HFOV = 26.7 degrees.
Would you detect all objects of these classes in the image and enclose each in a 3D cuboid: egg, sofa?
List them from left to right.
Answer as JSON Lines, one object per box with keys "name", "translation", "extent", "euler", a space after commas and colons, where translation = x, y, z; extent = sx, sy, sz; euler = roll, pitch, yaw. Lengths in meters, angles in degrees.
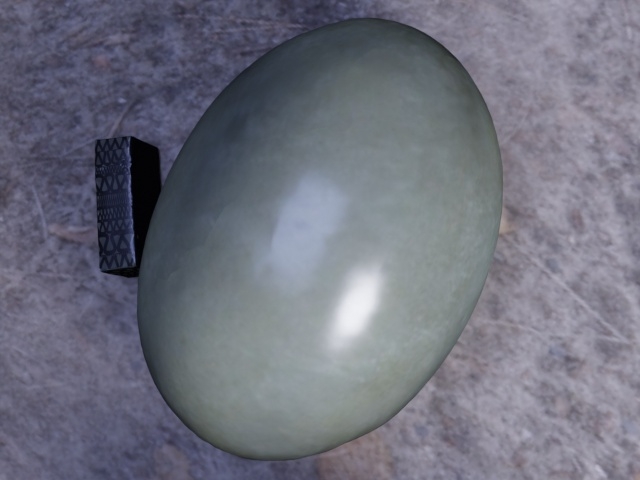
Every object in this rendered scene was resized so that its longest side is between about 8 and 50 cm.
{"name": "sofa", "translation": [-0.167, -0.029, 1.181], "extent": [0.039, 0.060, 0.118], "euler": [-7, 81, 20]}
{"name": "egg", "translation": [0.000, 0.000, 1.033], "extent": [0.258, 0.258, 0.352], "euler": [32, 92, 17]}
